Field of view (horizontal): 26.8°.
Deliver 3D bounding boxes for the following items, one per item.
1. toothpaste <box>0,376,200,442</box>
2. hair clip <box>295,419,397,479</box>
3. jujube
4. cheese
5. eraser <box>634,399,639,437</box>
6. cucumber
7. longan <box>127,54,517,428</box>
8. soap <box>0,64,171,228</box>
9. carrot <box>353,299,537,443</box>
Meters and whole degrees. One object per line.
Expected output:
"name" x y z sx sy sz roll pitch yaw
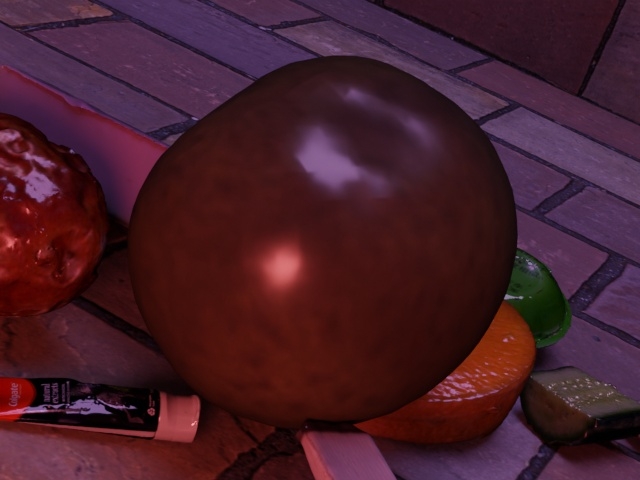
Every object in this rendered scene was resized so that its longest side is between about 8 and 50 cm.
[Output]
"toothpaste" -0.206 0.149 1.193 0.194 0.045 0.071 9 21 -14
"hair clip" 0.055 0.280 1.048 0.085 0.101 0.331 12 25 -28
"jujube" -0.324 -0.027 1.299 0.290 0.197 0.197 20 15 41
"cheese" 0.196 0.086 1.652 0.204 0.083 0.320 30 38 17
"eraser" 0.484 0.242 1.569 0.243 0.059 0.204 1 29 -32
"cucumber" 0.294 0.194 1.513 0.115 0.062 0.116 2 21 -43
"longan" 0.000 0.000 1.229 0.361 0.361 0.361 18 21 -7
"soap" -0.199 -0.064 1.489 0.296 0.107 0.285 27 0 26
"carrot" 0.073 0.116 1.443 0.307 0.100 0.258 6 31 -9
